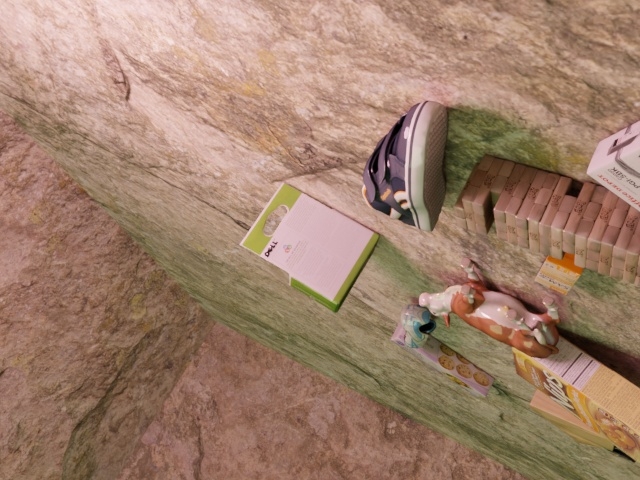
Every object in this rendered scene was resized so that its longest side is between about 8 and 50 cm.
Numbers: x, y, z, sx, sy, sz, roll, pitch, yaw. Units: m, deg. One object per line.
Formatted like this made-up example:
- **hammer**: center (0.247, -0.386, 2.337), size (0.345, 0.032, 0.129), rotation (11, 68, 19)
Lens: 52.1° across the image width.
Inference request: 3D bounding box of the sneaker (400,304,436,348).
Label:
- **sneaker**: center (0.270, 0.241, 1.763), size (0.086, 0.085, 0.237), rotation (15, 159, 22)

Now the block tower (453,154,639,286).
- **block tower**: center (0.363, -0.026, 0.943), size (0.335, 0.097, 0.091), rotation (19, 158, 28)

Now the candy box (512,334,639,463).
- **candy box**: center (0.564, 0.317, 1.388), size (0.316, 0.087, 0.183), rotation (36, 166, 34)

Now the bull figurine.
- **bull figurine**: center (0.351, 0.142, 1.363), size (0.310, 0.101, 0.188), rotation (22, 157, 26)

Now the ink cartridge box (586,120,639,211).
- **ink cartridge box**: center (0.402, -0.093, 0.772), size (0.099, 0.056, 0.135), rotation (33, 160, -7)

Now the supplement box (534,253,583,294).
- **supplement box**: center (0.417, 0.052, 1.139), size (0.062, 0.036, 0.098), rotation (26, 161, 17)

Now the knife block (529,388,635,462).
- **knife block**: center (0.696, 0.447, 1.616), size (0.275, 0.088, 0.242), rotation (37, 159, -13)

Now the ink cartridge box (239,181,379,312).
- **ink cartridge box**: center (-0.023, 0.014, 1.482), size (0.255, 0.189, 0.097), rotation (30, 163, 8)

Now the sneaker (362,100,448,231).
- **sneaker**: center (0.127, -0.112, 1.036), size (0.127, 0.126, 0.321), rotation (19, 160, 17)

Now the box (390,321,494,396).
- **box**: center (0.358, 0.349, 1.917), size (0.324, 0.067, 0.063), rotation (35, 160, -7)
